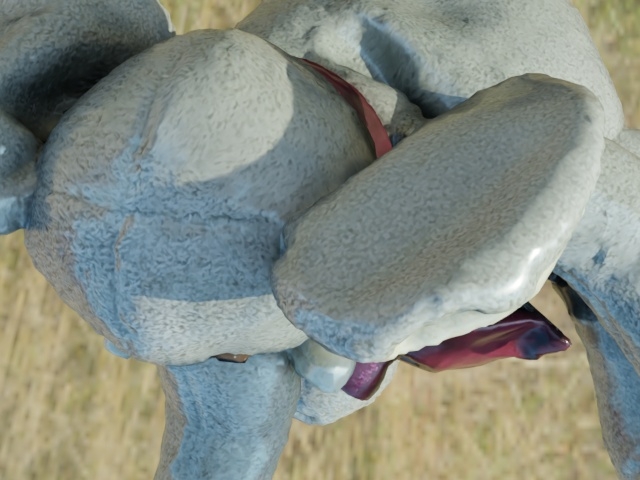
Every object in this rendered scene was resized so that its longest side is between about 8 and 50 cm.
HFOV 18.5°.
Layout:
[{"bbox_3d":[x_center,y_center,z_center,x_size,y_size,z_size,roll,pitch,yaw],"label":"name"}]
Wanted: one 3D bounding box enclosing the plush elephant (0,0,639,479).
[{"bbox_3d":[0.000,0.000,0.715,0.272,0.255,0.330,20,127,36],"label":"plush elephant"}]
